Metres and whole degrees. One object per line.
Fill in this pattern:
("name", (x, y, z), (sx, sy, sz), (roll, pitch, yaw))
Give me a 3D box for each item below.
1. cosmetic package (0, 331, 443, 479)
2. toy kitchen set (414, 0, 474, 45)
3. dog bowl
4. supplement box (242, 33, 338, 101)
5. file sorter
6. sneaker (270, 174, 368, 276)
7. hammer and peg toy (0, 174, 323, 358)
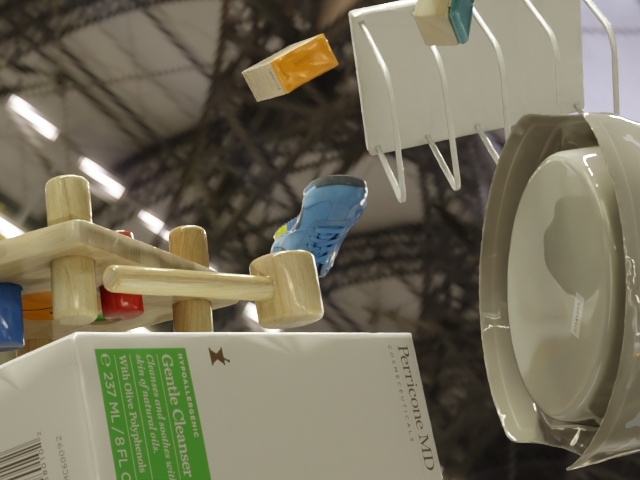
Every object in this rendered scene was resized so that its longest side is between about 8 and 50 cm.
("cosmetic package", (-0.078, 0.179, 1.193), (0.155, 0.197, 0.365), (-24, -17, 40))
("toy kitchen set", (0.161, -0.290, 1.441), (0.166, 0.122, 0.207), (2, -26, 21))
("dog bowl", (0.253, 0.043, 1.436), (0.102, 0.349, 0.349), (0, -8, -14))
("supplement box", (-0.030, -0.169, 1.513), (0.036, 0.062, 0.098), (62, -17, -10))
("file sorter", (0.194, -0.176, 1.806), (0.173, 0.277, 0.193), (-107, -173, -56))
("sneaker", (0.000, 0.000, 1.651), (0.069, 0.082, 0.209), (10, -27, -17))
("hammer and peg toy", (-0.197, 0.032, 1.348), (0.361, 0.127, 0.266), (-15, -20, 26))
